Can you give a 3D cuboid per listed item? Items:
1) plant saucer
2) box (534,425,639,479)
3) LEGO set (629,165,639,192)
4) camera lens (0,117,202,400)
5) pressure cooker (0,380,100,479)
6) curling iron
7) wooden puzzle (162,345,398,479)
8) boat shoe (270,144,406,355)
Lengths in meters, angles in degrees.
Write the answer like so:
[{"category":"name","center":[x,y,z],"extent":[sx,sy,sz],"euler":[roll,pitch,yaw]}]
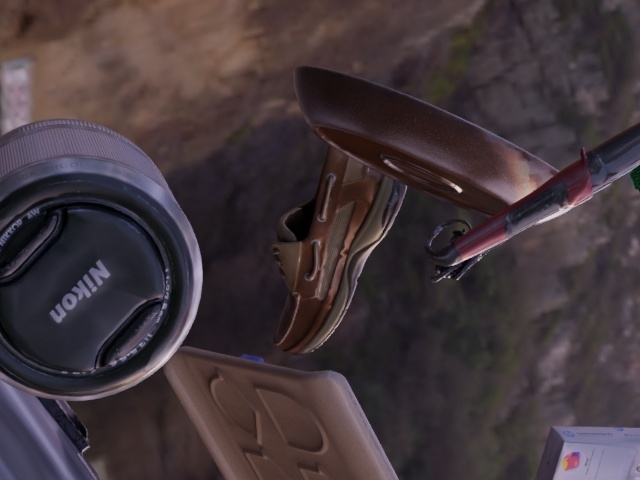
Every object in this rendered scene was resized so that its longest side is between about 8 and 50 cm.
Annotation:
[{"category":"plant saucer","center":[0.106,-0.083,1.581],"extent":[0.310,0.310,0.050],"euler":[177,-64,-81]},{"category":"box","center":[0.332,0.284,1.845],"extent":[0.038,0.186,0.145],"euler":[-130,-133,-57]},{"category":"LEGO set","center":[0.568,-0.042,2.076],"extent":[0.255,0.192,0.331],"euler":[-5,-55,52]},{"category":"camera lens","center":[-0.232,0.010,1.489],"extent":[0.274,0.219,0.219],"euler":[-130,-152,-71]},{"category":"pressure cooker","center":[-0.514,0.259,2.008],"extent":[0.420,0.370,0.375],"euler":[57,16,-6]},{"category":"curling iron","center":[0.193,-0.051,1.214],"extent":[0.035,0.274,0.068],"euler":[55,9,-16]},{"category":"wooden puzzle","center":[-0.029,0.280,2.263],"extent":[0.347,0.080,0.322],"euler":[2,-52,46]},{"category":"boat shoe","center":[0.000,0.000,2.007],"extent":[0.123,0.120,0.324],"euler":[-86,-162,-55]}]
